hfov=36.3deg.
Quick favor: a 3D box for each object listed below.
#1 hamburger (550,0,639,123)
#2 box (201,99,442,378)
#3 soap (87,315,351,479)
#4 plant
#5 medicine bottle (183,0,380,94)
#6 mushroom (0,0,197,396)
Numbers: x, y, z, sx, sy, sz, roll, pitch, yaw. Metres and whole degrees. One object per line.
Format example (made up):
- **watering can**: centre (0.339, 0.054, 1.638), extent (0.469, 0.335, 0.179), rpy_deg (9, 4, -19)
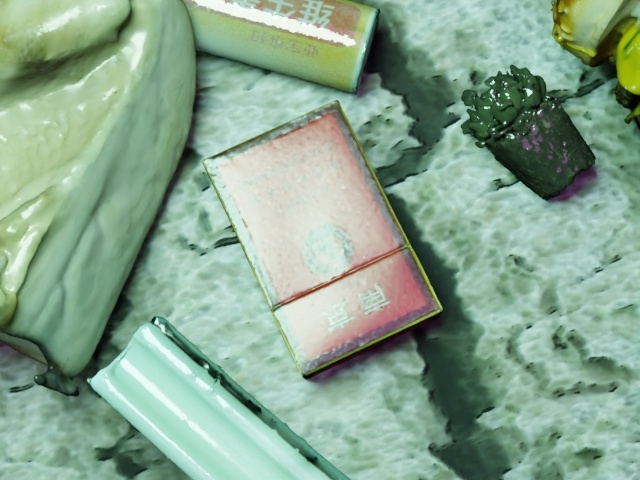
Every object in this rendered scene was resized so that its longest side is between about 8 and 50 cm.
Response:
- **hamburger**: centre (0.359, -0.244, 0.925), extent (0.291, 0.291, 0.225), rpy_deg (-44, 77, -7)
- **box**: centre (0.000, 0.000, 0.977), extent (0.153, 0.074, 0.239), rpy_deg (-24, 80, -8)
- **soap**: centre (-0.084, 0.186, 0.900), extent (0.261, 0.150, 0.094), rpy_deg (39, 78, 8)
- **plant**: centre (0.207, -0.110, 0.991), extent (0.094, 0.092, 0.143), rpy_deg (-38, 87, 1)
- **medicine bottle**: centre (-0.153, -0.254, 1.014), extent (0.426, 0.108, 0.108), rpy_deg (15, 79, 2)
- **mushroom**: centre (-0.303, -0.102, 0.935), extent (0.314, 0.224, 0.397), rpy_deg (21, 80, 19)
